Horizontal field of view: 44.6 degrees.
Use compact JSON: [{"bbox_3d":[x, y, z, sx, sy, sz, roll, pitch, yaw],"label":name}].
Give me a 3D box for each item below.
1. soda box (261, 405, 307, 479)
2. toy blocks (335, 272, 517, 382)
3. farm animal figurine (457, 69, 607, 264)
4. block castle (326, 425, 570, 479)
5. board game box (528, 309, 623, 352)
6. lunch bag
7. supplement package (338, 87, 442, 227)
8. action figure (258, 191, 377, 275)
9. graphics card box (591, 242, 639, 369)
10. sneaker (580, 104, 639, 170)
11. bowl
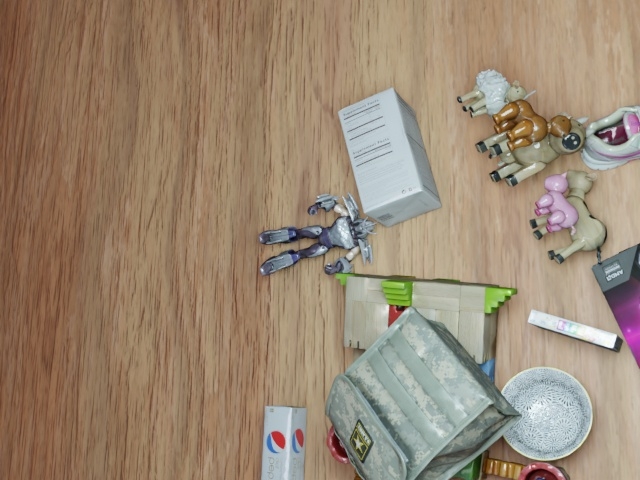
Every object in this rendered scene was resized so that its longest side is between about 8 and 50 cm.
[{"bbox_3d":[-0.079,0.464,1.670,0.069,0.074,0.216,-4,77,27],"label":"soda box"},{"bbox_3d":[0.195,0.208,1.550,0.382,0.191,0.260,3,92,28],"label":"toy blocks"},{"bbox_3d":[0.427,-0.154,1.468,0.172,0.330,0.326,-28,28,0],"label":"farm animal figurine"},{"bbox_3d":[0.212,0.515,1.430,0.453,0.213,0.303,7,82,28],"label":"block castle"},{"bbox_3d":[0.470,0.167,1.438,0.154,0.103,0.026,17,87,29],"label":"board game box"},{"bbox_3d":[0.150,0.301,1.354,0.287,0.169,0.235,-46,51,11],"label":"lunch bag"},{"bbox_3d":[0.148,-0.174,1.662,0.134,0.139,0.244,-21,69,21],"label":"supplement package"},{"bbox_3d":[0.000,0.000,1.717,0.285,0.099,0.185,-15,84,29],"label":"action figure"},{"bbox_3d":[0.652,0.160,1.328,0.233,0.094,0.370,-32,64,33],"label":"graphics card box"},{"bbox_3d":[0.606,-0.202,1.446,0.252,0.111,0.103,-18,71,23],"label":"sneaker"},{"bbox_3d":[0.417,0.325,1.435,0.170,0.080,0.170,-12,60,22],"label":"bowl"}]
